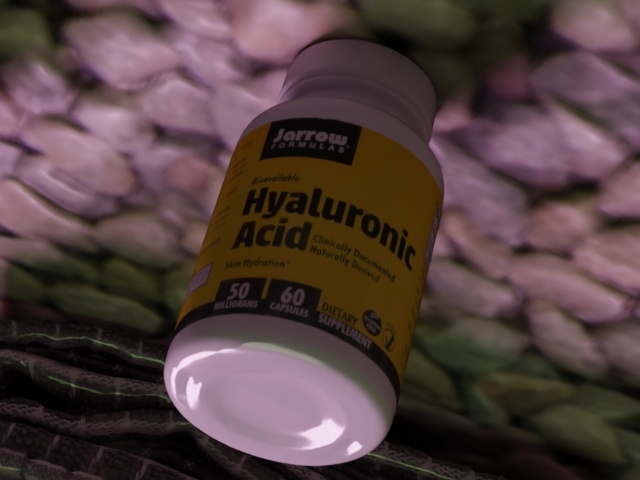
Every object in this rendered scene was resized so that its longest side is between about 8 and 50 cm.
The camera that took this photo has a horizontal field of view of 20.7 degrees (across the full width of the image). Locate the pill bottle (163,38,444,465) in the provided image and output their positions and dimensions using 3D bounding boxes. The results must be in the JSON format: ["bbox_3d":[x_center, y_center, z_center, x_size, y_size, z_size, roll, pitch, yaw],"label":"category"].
[{"bbox_3d":[0.000,0.000,0.502,0.065,0.116,0.065,10,144,7],"label":"pill bottle"}]

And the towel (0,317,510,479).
[{"bbox_3d":[-0.035,0.156,0.731,0.284,0.121,0.235,17,143,1],"label":"towel"}]
